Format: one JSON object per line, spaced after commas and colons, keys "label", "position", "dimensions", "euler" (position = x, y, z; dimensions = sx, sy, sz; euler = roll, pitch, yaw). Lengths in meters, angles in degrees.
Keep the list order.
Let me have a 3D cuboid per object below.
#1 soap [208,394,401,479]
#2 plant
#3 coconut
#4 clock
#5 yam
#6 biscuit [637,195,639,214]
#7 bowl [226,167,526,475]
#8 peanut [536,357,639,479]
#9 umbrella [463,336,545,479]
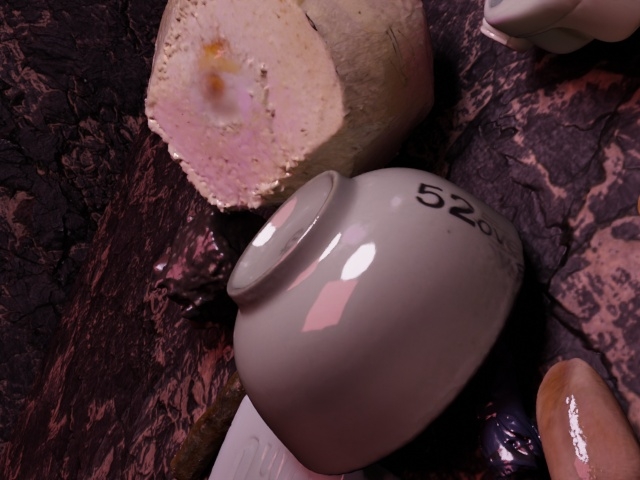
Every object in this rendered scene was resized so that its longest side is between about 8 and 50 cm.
{"label": "soap", "position": [-0.034, 0.302, 0.848], "dimensions": [0.265, 0.087, 0.160], "euler": [13, 78, 60]}
{"label": "plant", "position": [-0.185, 0.048, 1.200], "dimensions": [0.234, 0.178, 0.204], "euler": [-34, 41, 33]}
{"label": "coconut", "position": [-0.025, -0.256, 0.990], "dimensions": [0.404, 0.404, 0.405], "euler": [-38, 38, 38]}
{"label": "clock", "position": [0.283, -0.325, 0.747], "dimensions": [0.265, 0.108, 0.324], "euler": [-64, 7, 4]}
{"label": "yam", "position": [-0.153, 0.277, 1.090], "dimensions": [0.253, 0.061, 0.061], "euler": [-54, 31, 18]}
{"label": "biscuit", "position": [0.342, -0.014, 0.461], "dimensions": [0.275, 0.052, 0.355], "euler": [-49, 18, 25]}
{"label": "bowl", "position": [0.024, 0.048, 0.759], "dimensions": [0.354, 0.185, 0.354], "euler": [-43, 17, 17]}
{"label": "peanut", "position": [0.219, 0.165, 0.574], "dimensions": [0.076, 0.076, 0.152], "euler": [-42, 38, 33]}
{"label": "umbrella", "position": [0.168, 0.181, 0.647], "dimensions": [0.071, 0.071, 0.248], "euler": [-41, 38, 34]}
